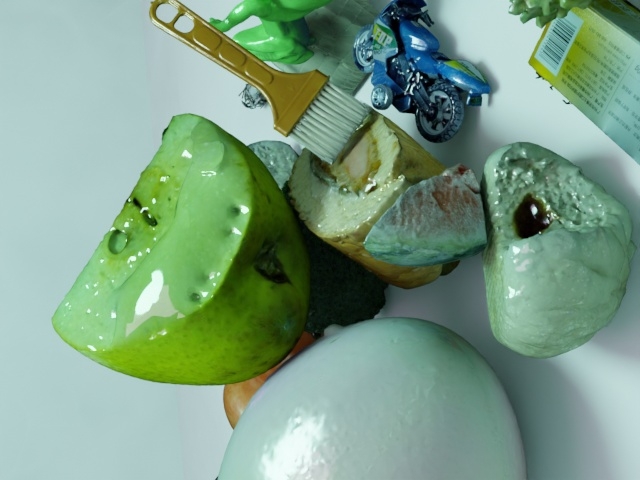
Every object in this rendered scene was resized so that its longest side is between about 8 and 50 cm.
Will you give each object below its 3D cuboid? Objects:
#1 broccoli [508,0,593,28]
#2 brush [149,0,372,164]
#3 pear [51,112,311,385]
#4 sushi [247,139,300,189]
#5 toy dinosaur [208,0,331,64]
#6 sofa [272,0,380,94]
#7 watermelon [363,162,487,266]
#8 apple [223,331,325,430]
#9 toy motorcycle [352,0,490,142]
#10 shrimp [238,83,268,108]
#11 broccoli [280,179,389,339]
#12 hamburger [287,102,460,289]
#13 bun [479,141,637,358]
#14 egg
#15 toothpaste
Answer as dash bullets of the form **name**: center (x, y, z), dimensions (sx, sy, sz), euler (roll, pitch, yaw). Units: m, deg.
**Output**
- **broccoli**: center (0.220, -0.270, 0.472), dimensions (0.277, 0.317, 0.339), euler (54, -147, -43)
- **brush**: center (-0.087, -0.211, 0.861), dimensions (0.090, 0.314, 0.017), euler (-54, -11, -4)
- **pear**: center (-0.130, 0.044, 0.895), dimensions (0.318, 0.238, 0.343), euler (24, 81, 47)
- **sushi**: center (-0.092, -0.091, 1.379), dimensions (0.213, 0.147, 0.115), euler (62, 143, 31)
- **toy dinosaur**: center (0.077, -0.348, 0.865), dimensions (0.374, 0.499, 0.144), euler (44, -140, -67)
- **sofa**: center (0.029, -0.385, 1.147), dimensions (0.210, 0.175, 0.226), euler (-46, 23, 59)
- **watermelon**: center (0.118, -0.016, 0.700), dimensions (0.081, 0.180, 0.094), euler (-18, 97, 45)
- **apple**: center (-0.029, 0.265, 1.168), dimensions (0.241, 0.241, 0.242), euler (29, 120, 55)
- **toy motorcycle**: center (0.125, -0.237, 0.934), dimensions (0.254, 0.092, 0.136), euler (55, 133, 37)
- **shrimp**: center (-0.146, -0.321, 1.575), dimensions (0.057, 0.065, 0.165), euler (61, 155, -1)
- **broccoli**: center (0.000, 0.000, 1.121), dimensions (0.269, 0.253, 0.269), euler (-163, 90, -89)
- **hamburger**: center (0.094, -0.040, 0.877), dimensions (0.162, 0.209, 0.330), euler (-50, 20, 7)
- **bun**: center (0.224, 0.005, 0.683), dimensions (0.204, 0.126, 0.213), euler (73, -166, -77)
- **egg**: center (0.078, 0.246, 0.808), dimensions (0.340, 0.354, 0.355), euler (-65, 34, 24)
- **toothpaste**: center (0.292, -0.106, 0.585), dimensions (0.313, 0.070, 0.089), euler (-116, 35, -43)
